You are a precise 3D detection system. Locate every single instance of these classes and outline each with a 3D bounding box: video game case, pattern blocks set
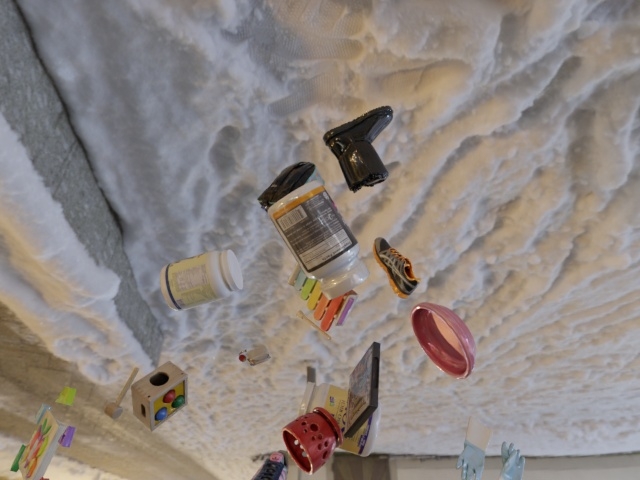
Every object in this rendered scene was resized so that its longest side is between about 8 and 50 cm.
[{"bbox_3d":[0.152,0.545,1.549,0.035,0.248,0.274,17,133,-5],"label":"video game case"},{"bbox_3d":[-0.656,0.488,0.993,0.325,0.285,0.026,-22,136,40],"label":"pattern blocks set"}]

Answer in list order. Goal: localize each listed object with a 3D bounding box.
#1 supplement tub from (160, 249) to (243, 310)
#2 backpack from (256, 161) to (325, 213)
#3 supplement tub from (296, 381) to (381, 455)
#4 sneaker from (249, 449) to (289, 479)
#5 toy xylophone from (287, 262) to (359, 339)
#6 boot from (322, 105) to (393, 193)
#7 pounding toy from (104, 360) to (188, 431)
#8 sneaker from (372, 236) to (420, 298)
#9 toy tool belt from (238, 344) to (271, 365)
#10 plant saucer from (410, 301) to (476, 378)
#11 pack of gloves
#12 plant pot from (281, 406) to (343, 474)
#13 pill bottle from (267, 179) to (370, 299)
[{"bbox_3d":[-0.552,0.182,1.993,0.325,0.235,0.235,-17,143,2],"label":"supplement tub"},{"bbox_3d":[-0.074,-0.149,1.309,0.166,0.188,0.144,5,150,43],"label":"backpack"},{"bbox_3d":[0.075,0.760,1.831,0.332,0.240,0.241,16,144,5],"label":"supplement tub"},{"bbox_3d":[-0.170,0.760,1.376,0.112,0.130,0.319,15,163,8],"label":"sneaker"},{"bbox_3d":[0.002,0.204,1.488,0.081,0.236,0.323,19,-178,-42],"label":"toy xylophone"},{"bbox_3d":[0.154,-0.274,1.290,0.247,0.207,0.094,-27,170,-11],"label":"boot"},{"bbox_3d":[-0.467,0.430,1.157,0.094,0.206,0.180,26,123,26],"label":"pounding toy"},{"bbox_3d":[0.238,0.073,1.321,0.084,0.214,0.083,0,144,-48],"label":"sneaker"},{"bbox_3d":[-0.183,0.330,1.187,0.084,0.052,0.051,-16,137,-7],"label":"toy tool belt"},{"bbox_3d":[0.496,0.385,1.691,0.084,0.332,0.332,-27,150,-20],"label":"plant saucer"},{"bbox_3d":[0.517,0.659,1.265,0.195,0.232,0.046,33,129,13],"label":"pack of gloves"},{"bbox_3d":[-0.023,0.733,1.580,0.174,0.191,0.191,-26,156,-31],"label":"plant pot"},{"bbox_3d":[0.000,0.000,1.085,0.162,0.162,0.278,-30,94,33],"label":"pill bottle"}]
